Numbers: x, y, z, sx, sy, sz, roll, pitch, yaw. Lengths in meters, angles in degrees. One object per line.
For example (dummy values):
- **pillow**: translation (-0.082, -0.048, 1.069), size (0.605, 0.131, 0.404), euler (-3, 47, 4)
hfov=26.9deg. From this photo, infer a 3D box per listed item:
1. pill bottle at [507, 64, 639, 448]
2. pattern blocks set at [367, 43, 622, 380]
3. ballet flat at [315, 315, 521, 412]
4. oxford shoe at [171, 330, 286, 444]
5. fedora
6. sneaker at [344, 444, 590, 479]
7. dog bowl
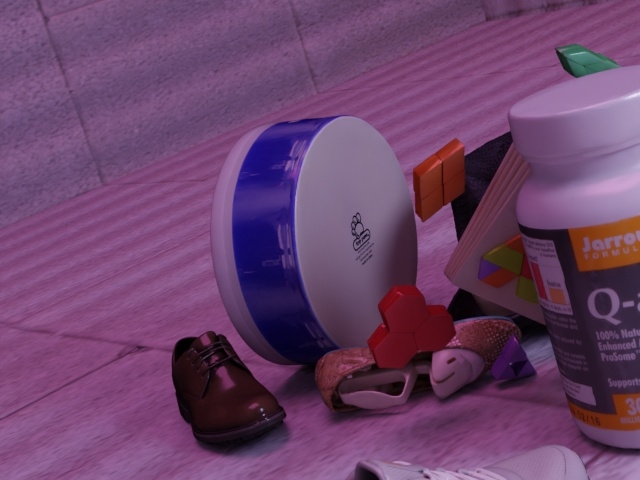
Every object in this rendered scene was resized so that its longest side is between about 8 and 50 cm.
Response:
- **pill bottle**: translation (0.248, 0.011, 1.068), size (0.162, 0.278, 0.162), euler (-17, 14, 4)
- **pattern blocks set**: translation (0.202, -0.013, 1.179), size (0.286, 0.324, 0.026), euler (7, 26, -24)
- **ballet flat**: translation (0.094, 0.127, 1.282), size (0.206, 0.073, 0.067), euler (-16, 40, 16)
- **oxford shoe**: translation (-0.106, 0.146, 1.354), size (0.083, 0.096, 0.227), euler (-21, 16, -23)
- **fedora**: translation (0.226, -0.042, 1.399), size (0.334, 0.152, 0.334), euler (-34, 8, 5)
- **sneaker**: translation (0.080, 0.189, 0.911), size (0.262, 0.121, 0.099), euler (-26, 17, -31)
- **dog bowl**: translation (0.000, 0.000, 1.435), size (0.104, 0.264, 0.265), euler (-6, 18, 31)
